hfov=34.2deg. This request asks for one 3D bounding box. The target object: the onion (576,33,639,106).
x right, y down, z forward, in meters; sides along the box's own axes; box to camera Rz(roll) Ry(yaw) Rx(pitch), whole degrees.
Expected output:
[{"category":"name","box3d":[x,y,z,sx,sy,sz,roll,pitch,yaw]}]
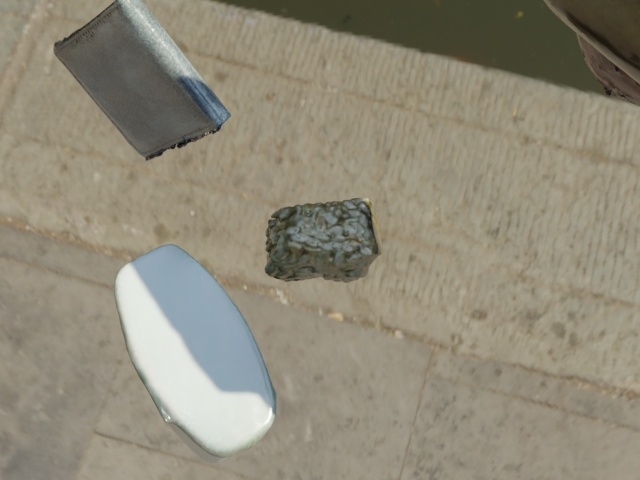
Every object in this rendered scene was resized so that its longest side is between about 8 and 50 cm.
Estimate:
[{"category":"onion","box3d":[0.353,-0.214,0.897,0.276,0.276,0.276,0,68,1]}]

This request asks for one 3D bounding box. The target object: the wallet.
[{"category":"wallet","box3d":[-0.194,-0.170,1.106,0.036,0.222,0.167,-46,108,-26]}]

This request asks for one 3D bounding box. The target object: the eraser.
[{"category":"eraser","box3d":[-0.124,0.122,1.008,0.104,0.290,0.189,-33,83,-13]}]

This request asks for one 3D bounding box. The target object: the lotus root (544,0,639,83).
[{"category":"lotus root","box3d":[0.219,-0.169,0.460,0.250,0.250,0.346,-41,62,-14]}]

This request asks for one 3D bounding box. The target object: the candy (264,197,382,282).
[{"category":"candy","box3d":[0.000,0.000,1.010,0.110,0.095,0.085,1,66,-20]}]
